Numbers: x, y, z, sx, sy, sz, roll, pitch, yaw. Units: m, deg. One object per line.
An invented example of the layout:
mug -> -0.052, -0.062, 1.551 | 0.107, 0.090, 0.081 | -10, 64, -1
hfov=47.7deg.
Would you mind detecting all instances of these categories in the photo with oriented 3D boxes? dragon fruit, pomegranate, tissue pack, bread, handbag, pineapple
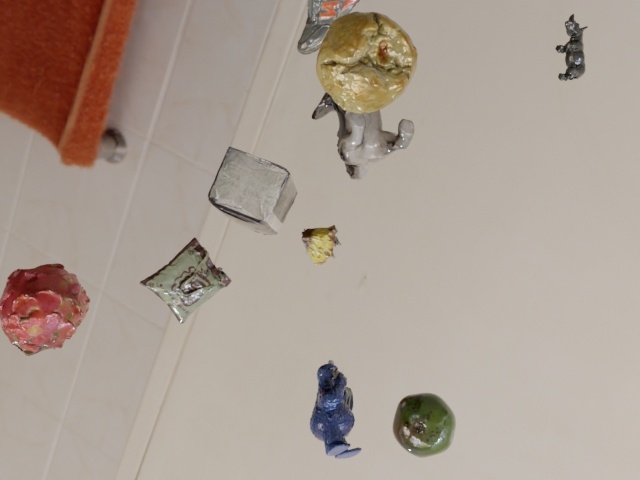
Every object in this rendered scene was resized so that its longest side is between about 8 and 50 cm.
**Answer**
dragon fruit -> -0.655, 0.153, 1.724 | 0.210, 0.205, 0.268 | 57, 176, -8
pomegranate -> 0.297, 0.519, 2.047 | 0.181, 0.181, 0.224 | 29, 175, 19
tissue pack -> -0.203, -0.137, 2.253 | 0.210, 0.198, 0.370 | 19, 175, 3
bread -> 0.113, -0.408, 1.662 | 0.244, 0.244, 0.134 | 14, 180, -22
handbag -> -0.443, 0.137, 2.409 | 0.213, 0.235, 0.127 | 52, 173, -23
pineapple -> 0.000, 0.000, 2.053 | 0.116, 0.137, 0.069 | 27, -139, 0

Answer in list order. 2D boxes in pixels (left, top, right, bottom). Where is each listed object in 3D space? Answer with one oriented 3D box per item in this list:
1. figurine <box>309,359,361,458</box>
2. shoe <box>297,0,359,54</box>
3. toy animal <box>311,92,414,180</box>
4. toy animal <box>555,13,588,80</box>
figurine -> 0.026, 0.440, 1.885 | 0.120, 0.164, 0.262 | -14, -136, 8
shoe -> 0.004, -0.758, 2.299 | 0.171, 0.336, 0.132 | 33, -167, -25
toy animal -> 0.093, -0.353, 2.015 | 0.194, 0.303, 0.344 | -9, -110, -16
toy animal -> 0.533, -0.407, 1.528 | 0.065, 0.136, 0.047 | -13, -169, -33
